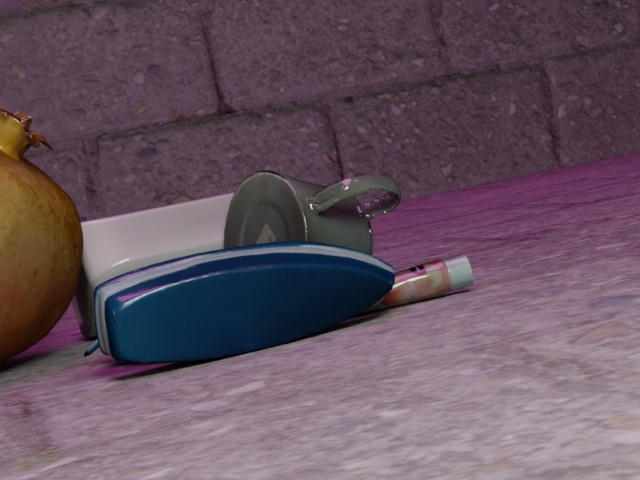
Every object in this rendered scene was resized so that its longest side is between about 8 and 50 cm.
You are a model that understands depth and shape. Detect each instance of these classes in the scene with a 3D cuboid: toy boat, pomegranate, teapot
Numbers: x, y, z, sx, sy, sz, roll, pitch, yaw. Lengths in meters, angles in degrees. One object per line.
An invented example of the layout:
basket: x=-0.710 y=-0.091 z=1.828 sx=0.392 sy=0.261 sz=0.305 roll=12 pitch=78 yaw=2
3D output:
toy boat: x=-0.058 y=0.055 z=1.147 sx=0.299 sy=0.096 sz=0.062 roll=-10 pitch=14 yaw=-21
pomegranate: x=-0.401 y=0.000 z=1.315 sx=0.319 sy=0.319 sz=0.319 roll=-11 pitch=4 yaw=1
teapot: x=0.000 y=0.000 z=1.378 sx=0.149 sy=0.162 sz=0.239 roll=1 pitch=-34 yaw=-37

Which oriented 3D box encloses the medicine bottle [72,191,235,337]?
medicine bottle: x=-0.140 y=0.018 z=1.503 sx=0.324 sy=0.124 sz=0.179 roll=-11 pitch=-27 yaw=-21

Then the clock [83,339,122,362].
clock: x=-0.168 y=0.093 z=1.234 sx=0.147 sy=0.045 sz=0.108 roll=-9 pitch=3 yaw=34

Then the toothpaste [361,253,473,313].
toothpaste: x=0.052 y=0.056 z=1.245 sx=0.205 sy=0.036 sz=0.056 roll=-15 pitch=6 yaw=-6
